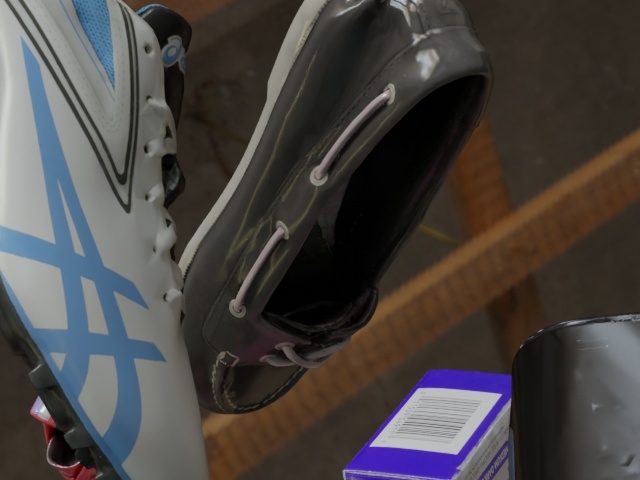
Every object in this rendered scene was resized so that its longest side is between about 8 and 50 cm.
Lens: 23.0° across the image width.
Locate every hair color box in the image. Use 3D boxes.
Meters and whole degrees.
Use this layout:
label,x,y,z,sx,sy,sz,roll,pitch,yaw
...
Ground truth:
label,x,y,z,sx,sy,sz,roll,pitch,yaw
hair color box,0.129,0.306,1.377,0.185,0.110,0.338,-41,-52,-53

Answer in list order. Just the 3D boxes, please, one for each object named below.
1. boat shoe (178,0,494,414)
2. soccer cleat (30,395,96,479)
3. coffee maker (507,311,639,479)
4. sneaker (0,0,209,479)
label,x,y,z,sx,sy,sz,roll,pitch,yaw
boat shoe,0.000,0.000,0.875,0.112,0.095,0.335,-14,-40,-37
soccer cleat,-0.195,0.185,1.352,0.095,0.083,0.248,-49,-28,-34
coffee maker,0.117,0.107,0.484,0.120,0.178,0.171,13,-46,-7
sneaker,-0.072,-0.023,0.502,0.086,0.085,0.237,-17,-97,-6
